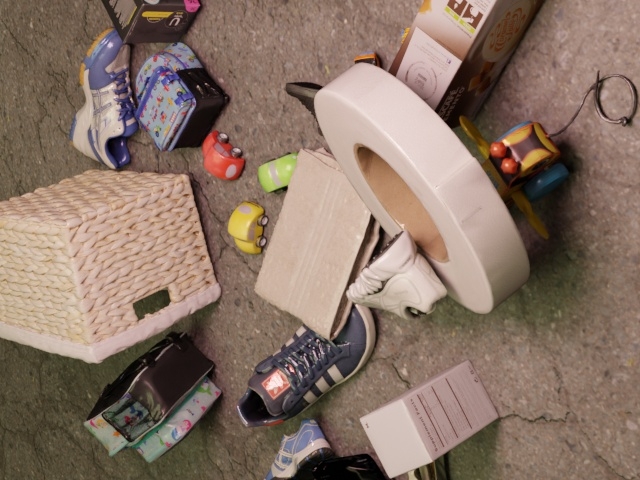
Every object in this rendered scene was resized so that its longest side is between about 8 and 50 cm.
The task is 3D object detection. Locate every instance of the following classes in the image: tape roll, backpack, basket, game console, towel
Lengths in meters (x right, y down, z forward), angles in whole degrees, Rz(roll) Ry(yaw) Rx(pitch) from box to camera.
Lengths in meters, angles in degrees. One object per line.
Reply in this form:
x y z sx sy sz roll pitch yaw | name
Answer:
0.135 -0.069 1.454 0.392 0.072 0.392 51 171 11 | tape roll
-0.271 -0.267 1.903 0.173 0.116 0.158 56 133 18 | backpack
-0.427 0.032 1.993 0.331 0.328 0.267 6 113 41 | basket
-0.338 0.324 2.094 0.253 0.225 0.191 -33 98 35 | backpack
0.014 0.500 1.923 0.361 0.044 0.213 -21 103 45 | game console
0.000 0.000 1.740 0.187 0.049 0.282 30 106 35 | towel

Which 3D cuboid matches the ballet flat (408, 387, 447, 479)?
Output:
0.167 0.351 1.733 0.072 0.068 0.213 -3 102 44 | ballet flat

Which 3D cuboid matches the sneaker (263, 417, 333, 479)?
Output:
-0.044 0.405 1.965 0.211 0.080 0.081 -47 50 42 | sneaker

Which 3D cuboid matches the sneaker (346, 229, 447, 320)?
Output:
0.116 0.074 1.588 0.118 0.110 0.292 43 172 3 | sneaker

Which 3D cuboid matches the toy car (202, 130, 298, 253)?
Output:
-0.117 -0.101 1.855 0.225 0.053 0.239 -20 91 46 | toy car

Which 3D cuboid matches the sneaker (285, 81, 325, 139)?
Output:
0.008 -0.202 1.700 0.170 0.051 0.089 17 111 36 | sneaker

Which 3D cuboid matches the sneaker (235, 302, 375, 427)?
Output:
-0.035 0.223 1.825 0.131 0.148 0.350 51 133 18 | sneaker

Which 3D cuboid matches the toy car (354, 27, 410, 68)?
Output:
0.106 -0.282 1.603 0.122 0.060 0.041 -19 46 30 | toy car

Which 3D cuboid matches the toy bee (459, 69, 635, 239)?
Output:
0.256 -0.112 1.417 0.195 0.162 0.298 41 129 28 | toy bee

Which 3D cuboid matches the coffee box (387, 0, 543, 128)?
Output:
0.193 -0.271 1.433 0.098 0.141 0.247 46 130 22 | coffee box

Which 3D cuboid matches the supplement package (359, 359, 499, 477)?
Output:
0.169 0.274 1.623 0.105 0.179 0.105 -34 80 46 | supplement package

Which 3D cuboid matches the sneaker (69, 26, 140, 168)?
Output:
-0.394 -0.272 2.043 0.131 0.112 0.296 35 134 16 | sneaker

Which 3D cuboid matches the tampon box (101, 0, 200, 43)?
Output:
-0.311 -0.442 1.861 0.101 0.120 0.161 -48 63 43 | tampon box
